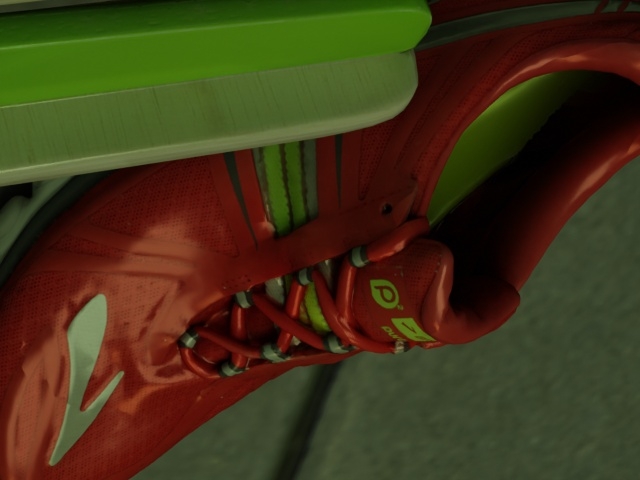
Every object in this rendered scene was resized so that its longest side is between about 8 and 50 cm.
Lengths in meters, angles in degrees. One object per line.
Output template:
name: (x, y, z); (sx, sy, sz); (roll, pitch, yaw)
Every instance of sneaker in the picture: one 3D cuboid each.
sneaker: (0.000, 0.000, 0.520); (0.279, 0.118, 0.107); (-38, 133, 3)

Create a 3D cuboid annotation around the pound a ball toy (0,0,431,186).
pound a ball toy: (-0.058, -0.110, 0.367); (0.319, 0.135, 0.208); (-11, 165, -22)
